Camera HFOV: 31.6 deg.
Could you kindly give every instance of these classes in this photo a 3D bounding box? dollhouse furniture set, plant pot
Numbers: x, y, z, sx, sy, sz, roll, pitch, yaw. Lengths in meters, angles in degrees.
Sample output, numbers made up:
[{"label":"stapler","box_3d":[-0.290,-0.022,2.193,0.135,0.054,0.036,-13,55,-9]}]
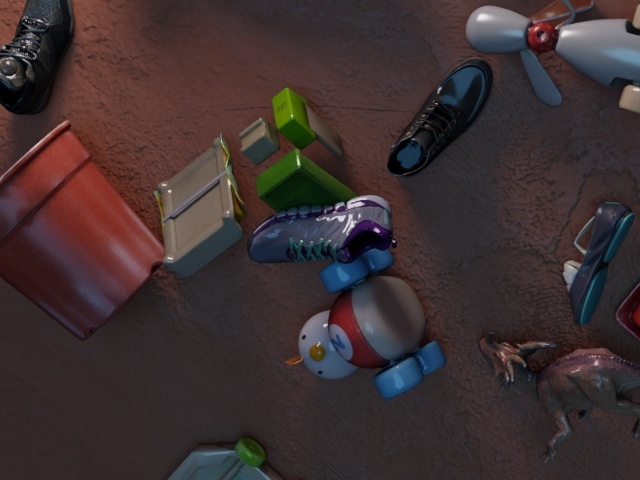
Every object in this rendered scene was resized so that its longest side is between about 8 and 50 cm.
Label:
[{"label":"dollhouse furniture set","box_3d":[-0.103,-0.064,1.788,0.301,0.198,0.151,-35,132,23]},{"label":"plant pot","box_3d":[-0.402,0.000,1.795,0.272,0.272,0.265,-42,99,13]}]

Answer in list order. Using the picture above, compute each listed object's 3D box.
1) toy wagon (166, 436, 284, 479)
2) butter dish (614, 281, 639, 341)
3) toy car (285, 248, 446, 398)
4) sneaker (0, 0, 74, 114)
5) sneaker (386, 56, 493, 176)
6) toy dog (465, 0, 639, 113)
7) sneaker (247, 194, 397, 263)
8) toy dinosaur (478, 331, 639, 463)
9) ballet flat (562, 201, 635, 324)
[{"label":"toy wagon","box_3d":[-0.120,0.507,1.924,0.344,0.068,0.267,41,104,0]},{"label":"butter dish","box_3d":[0.557,0.116,1.721,0.160,0.118,0.160,38,104,1]},{"label":"toy car","box_3d":[0.034,0.157,1.781,0.238,0.210,0.219,-30,85,25]},{"label":"sneaker","box_3d":[-0.463,-0.309,1.807,0.087,0.130,0.228,21,100,3]},{"label":"sneaker","box_3d":[0.186,-0.181,1.728,0.083,0.118,0.222,37,103,1]},{"label":"toy dog","box_3d":[0.401,-0.291,1.683,0.333,0.161,0.220,37,107,16]},{"label":"sneaker","box_3d":[0.000,0.000,1.657,0.223,0.098,0.083,-17,129,5]},{"label":"toy dinosaur","box_3d":[0.390,0.209,1.734,0.295,0.127,0.200,-19,110,27]},{"label":"ballet flat","box_3d":[0.421,0.030,1.759,0.074,0.074,0.203,20,108,5]}]
